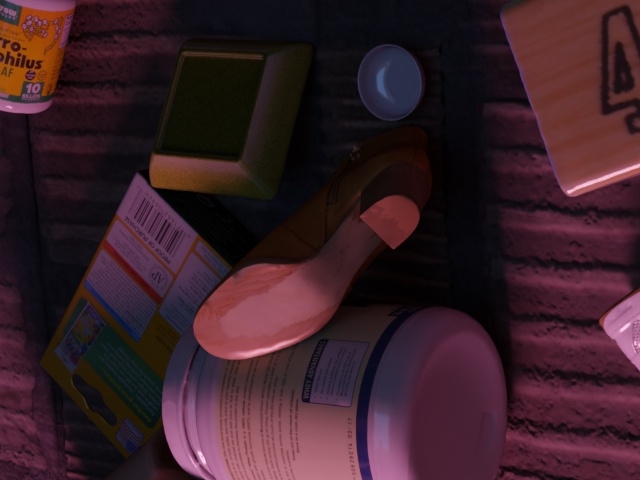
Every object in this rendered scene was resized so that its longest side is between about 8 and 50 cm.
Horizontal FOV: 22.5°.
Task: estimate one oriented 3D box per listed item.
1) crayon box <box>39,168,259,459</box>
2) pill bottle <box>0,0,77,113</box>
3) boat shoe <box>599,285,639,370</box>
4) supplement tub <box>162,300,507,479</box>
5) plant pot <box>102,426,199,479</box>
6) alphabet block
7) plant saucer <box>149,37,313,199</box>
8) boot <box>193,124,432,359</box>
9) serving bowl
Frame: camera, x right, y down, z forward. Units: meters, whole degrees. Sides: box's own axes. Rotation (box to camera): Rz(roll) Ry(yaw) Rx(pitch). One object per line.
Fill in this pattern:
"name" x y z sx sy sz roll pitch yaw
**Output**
"crayon box" -0.201 0.093 1.979 0.203 0.083 0.323 44 121 21
"pill bottle" -0.369 -0.274 2.000 0.117 0.117 0.208 31 116 27
"boat shoe" 0.391 0.043 1.532 0.096 0.098 0.277 57 135 11
"supplement tub" 0.013 0.182 1.747 0.325 0.235 0.235 2 101 36
"plant pot" -0.197 0.400 1.923 0.334 0.334 0.305 48 112 18
"alphabet block" 0.315 -0.169 1.480 0.197 0.192 0.193 -21 89 36
"plant saucer" -0.115 -0.149 1.839 0.188 0.045 0.188 7 79 34
"boot" 0.000 -0.001 1.717 0.295 0.211 0.104 -35 105 17
"serving bowl" 0.082 -0.173 1.749 0.083 0.027 0.083 9 106 34
